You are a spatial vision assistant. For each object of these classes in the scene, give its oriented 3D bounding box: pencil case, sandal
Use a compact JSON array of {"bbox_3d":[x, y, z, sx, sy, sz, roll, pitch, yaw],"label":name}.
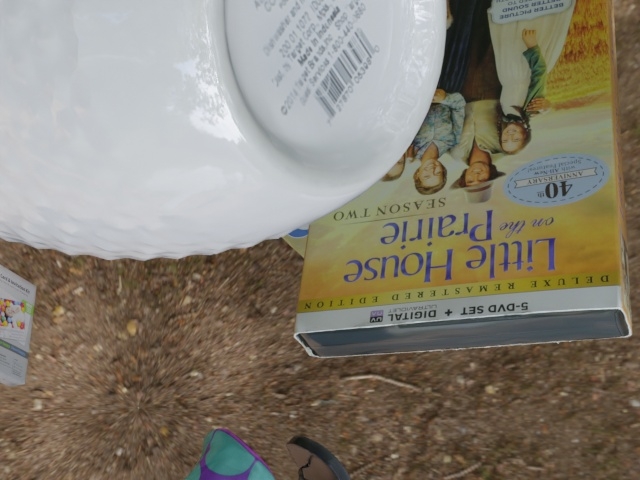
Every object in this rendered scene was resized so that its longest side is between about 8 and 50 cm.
[{"bbox_3d":[-0.094,0.203,0.643,0.151,0.070,0.064,-49,134,-19],"label":"pencil case"},{"bbox_3d":[0.021,0.402,1.408,0.054,0.097,0.254,-30,93,-34],"label":"sandal"}]

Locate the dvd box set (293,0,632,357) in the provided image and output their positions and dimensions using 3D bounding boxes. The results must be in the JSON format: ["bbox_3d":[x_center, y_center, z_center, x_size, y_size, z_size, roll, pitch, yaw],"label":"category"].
[{"bbox_3d":[0.144,-0.090,0.969,0.308,0.062,0.420,-6,56,23],"label":"dvd box set"}]

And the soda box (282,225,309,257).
[{"bbox_3d":[0.000,0.000,1.189,0.181,0.058,0.061,43,89,13],"label":"soda box"}]

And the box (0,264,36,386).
[{"bbox_3d":[-0.554,0.141,1.653,0.038,0.145,0.186,-11,62,17],"label":"box"}]

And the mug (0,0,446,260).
[{"bbox_3d":[-0.079,-0.155,0.573,0.374,0.328,0.276,-47,129,-30],"label":"mug"}]
